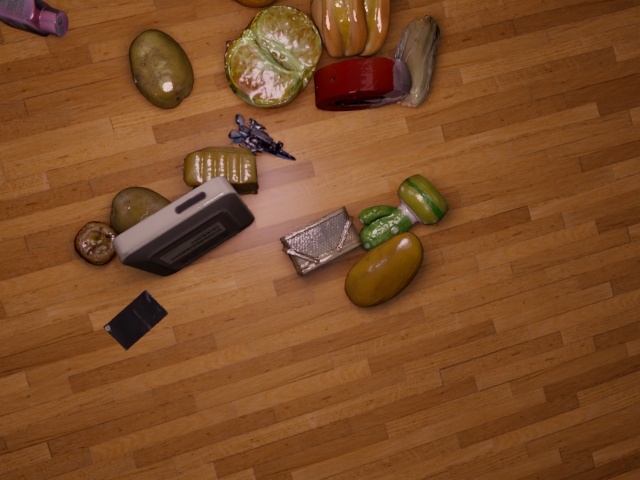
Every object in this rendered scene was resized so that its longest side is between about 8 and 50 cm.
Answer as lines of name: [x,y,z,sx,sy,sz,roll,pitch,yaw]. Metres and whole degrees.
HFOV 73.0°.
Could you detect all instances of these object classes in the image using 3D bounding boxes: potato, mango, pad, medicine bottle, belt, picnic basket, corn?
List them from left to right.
medicine bottle: [-0.919,-0.718,1.378,0.188,0.119,0.094,15,91,-6]
pad: [-0.633,0.273,1.484,0.193,0.004,0.116,-42,95,-5]
potato: [-0.557,-0.074,1.409,0.252,0.159,0.174,17,110,-4]
potato: [-0.519,-0.554,1.411,0.197,0.148,0.228,-45,97,-17]
picnic basket: [0.000,0.000,1.470,0.267,0.165,0.139,-27,93,-6]
belt: [0.138,-0.514,1.438,0.324,0.227,0.115,-4,93,12]
mango: [0.222,0.109,1.468,0.332,0.142,0.195,-38,127,22]
corn: [0.334,-0.623,1.516,0.122,0.123,0.305,9,90,-49]

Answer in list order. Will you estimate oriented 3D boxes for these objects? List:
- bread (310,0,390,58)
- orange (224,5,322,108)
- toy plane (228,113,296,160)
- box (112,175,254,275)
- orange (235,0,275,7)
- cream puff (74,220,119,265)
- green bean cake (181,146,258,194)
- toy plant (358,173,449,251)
bread: [0.103,-0.758,1.394,0.270,0.211,0.315,-8,101,-34]
orange: [-0.149,-0.587,1.431,0.263,0.196,0.334,30,83,9]
toy plane: [-0.190,-0.335,1.482,0.247,0.078,0.169,21,53,-14]
box: [-0.392,-0.025,1.326,0.367,0.373,0.090,-32,79,-4]
orange: [-0.211,-0.878,1.403,0.237,0.236,0.236,0,91,-6]
cream puff: [-0.729,0.008,1.429,0.149,0.084,0.148,0,92,-11]
green bean cake: [-0.317,-0.220,1.397,0.233,0.236,0.124,-2,88,-8]
toy plant: [0.270,-0.072,1.505,0.316,0.184,0.224,-43,113,6]
